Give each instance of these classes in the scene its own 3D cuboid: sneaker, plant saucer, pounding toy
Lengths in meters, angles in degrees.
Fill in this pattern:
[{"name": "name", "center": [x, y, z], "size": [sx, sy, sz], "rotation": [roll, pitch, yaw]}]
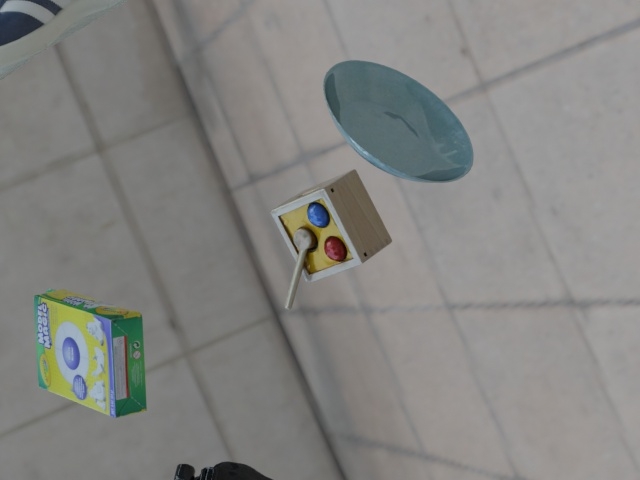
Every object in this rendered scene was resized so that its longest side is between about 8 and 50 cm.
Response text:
[{"name": "sneaker", "center": [-0.357, -0.295, 2.003], "size": [0.148, 0.350, 0.131], "rotation": [57, 146, -9]}, {"name": "plant saucer", "center": [0.080, -0.124, 1.892], "size": [0.037, 0.195, 0.195], "rotation": [-55, 52, 34]}, {"name": "pounding toy", "center": [0.000, 0.000, 2.216], "size": [0.141, 0.100, 0.130], "rotation": [-21, 99, 44]}]

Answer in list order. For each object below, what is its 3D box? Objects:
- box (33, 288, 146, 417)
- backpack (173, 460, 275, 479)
[{"name": "box", "center": [-0.245, 0.112, 1.735], "size": [0.179, 0.043, 0.105], "rotation": [12, 107, 52]}, {"name": "backpack", "center": [-0.069, 0.402, 1.890], "size": [0.213, 0.263, 0.276], "rotation": [-35, 60, 43]}]
